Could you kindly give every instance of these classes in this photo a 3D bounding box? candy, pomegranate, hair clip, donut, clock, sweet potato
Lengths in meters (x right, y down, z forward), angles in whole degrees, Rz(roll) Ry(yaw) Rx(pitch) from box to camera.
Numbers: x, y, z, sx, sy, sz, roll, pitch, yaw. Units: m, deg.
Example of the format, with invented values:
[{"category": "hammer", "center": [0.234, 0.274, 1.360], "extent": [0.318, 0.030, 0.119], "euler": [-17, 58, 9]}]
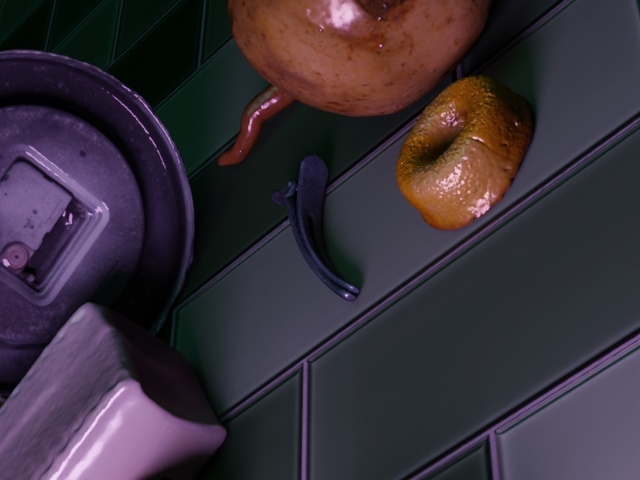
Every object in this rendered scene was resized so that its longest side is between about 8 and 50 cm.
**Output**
[{"category": "candy", "center": [-0.266, 0.259, 1.653], "extent": [0.358, 0.145, 0.208], "euler": [-54, 29, 4]}, {"category": "pomegranate", "center": [0.038, -0.257, 1.610], "extent": [0.281, 0.281, 0.281], "euler": [-38, 33, 30]}, {"category": "hair clip", "center": [0.000, 0.000, 1.636], "extent": [0.070, 0.039, 0.229], "euler": [-46, 34, 19]}, {"category": "donut", "center": [0.129, -0.086, 1.497], "extent": [0.152, 0.058, 0.152], "euler": [-38, 31, 28]}, {"category": "clock", "center": [-0.330, -0.018, 1.802], "extent": [0.386, 0.386, 0.076], "euler": [-63, 22, -12]}, {"category": "sweet potato", "center": [-0.063, -0.154, 1.882], "extent": [0.179, 0.044, 0.044], "euler": [-51, 28, 9]}]

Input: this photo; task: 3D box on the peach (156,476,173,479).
[{"category": "peach", "center": [-0.148, 0.290, 1.493], "extent": [0.127, 0.092, 0.172], "euler": [-59, 16, -16]}]

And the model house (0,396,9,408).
[{"category": "model house", "center": [-0.552, 0.110, 2.042], "extent": [0.300, 0.340, 0.323], "euler": [-59, 30, 0]}]
